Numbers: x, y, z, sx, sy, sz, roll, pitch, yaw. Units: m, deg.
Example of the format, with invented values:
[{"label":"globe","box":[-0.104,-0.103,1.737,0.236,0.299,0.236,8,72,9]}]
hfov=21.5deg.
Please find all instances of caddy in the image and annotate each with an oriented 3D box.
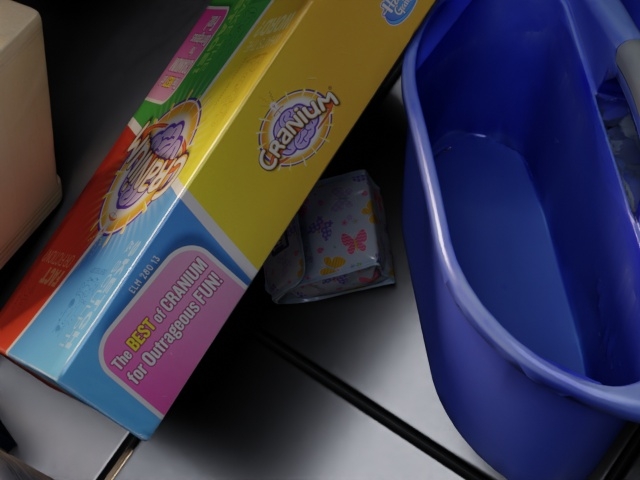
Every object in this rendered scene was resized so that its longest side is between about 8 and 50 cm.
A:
[{"label":"caddy","box":[0.170,-0.022,0.950,0.241,0.179,0.341,-3,52,-9]}]

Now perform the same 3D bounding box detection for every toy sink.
[{"label":"toy sink","box":[-0.268,-0.053,1.110,0.153,0.234,0.131,20,48,17]}]

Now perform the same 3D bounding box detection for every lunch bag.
[{"label":"lunch bag","box":[0.000,0.000,1.098,0.083,0.053,0.071,-13,69,16]}]

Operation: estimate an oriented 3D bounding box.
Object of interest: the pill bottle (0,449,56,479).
[{"label":"pill bottle","box":[-0.224,0.188,0.955,0.160,0.283,0.160,-3,71,9]}]

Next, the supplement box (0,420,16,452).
[{"label":"supplement box","box":[-0.257,0.128,1.087,0.083,0.083,0.056,-38,69,-4]}]

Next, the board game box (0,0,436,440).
[{"label":"board game box","box":[-0.073,-0.042,1.032,0.064,0.242,0.316,36,79,-18]}]
